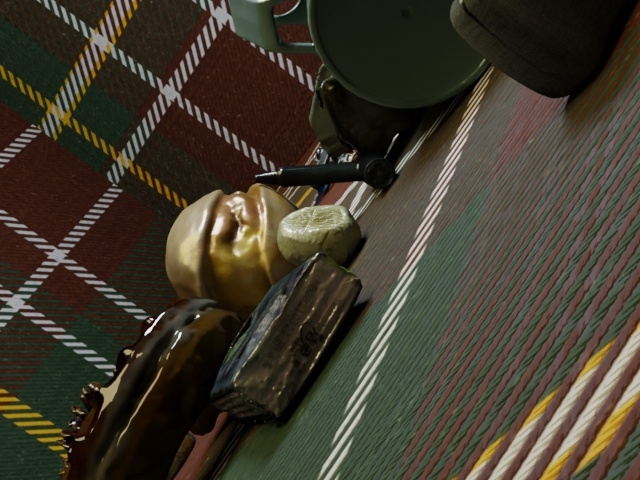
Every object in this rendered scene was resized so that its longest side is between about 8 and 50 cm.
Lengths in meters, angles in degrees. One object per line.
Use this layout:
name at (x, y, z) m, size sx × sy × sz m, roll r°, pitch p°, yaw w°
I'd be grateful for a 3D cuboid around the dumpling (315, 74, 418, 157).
dumpling at (0.096, -0.205, 1.861) m, size 0.086 × 0.166 × 0.332 m, roll -18°, pitch 10°, yaw 26°

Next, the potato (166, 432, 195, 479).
potato at (-0.240, 0.321, 1.725) m, size 0.119 × 0.054 × 0.198 m, roll -57°, pitch 6°, yaw -12°

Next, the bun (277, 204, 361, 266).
bun at (0.000, 0.000, 1.532) m, size 0.115 × 0.115 × 0.069 m, roll -66°, pitch -29°, yaw -65°

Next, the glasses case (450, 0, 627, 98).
glasses case at (0.227, -0.265, 1.064) m, size 0.323 × 0.131 × 0.074 m, roll -58°, pitch 6°, yaw -37°

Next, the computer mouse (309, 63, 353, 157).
computer mouse at (0.102, -0.290, 2.164) m, size 0.228 × 0.145 × 0.429 m, roll -50°, pitch -11°, yaw -25°

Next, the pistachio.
pistachio at (-0.118, 0.032, 1.763) m, size 0.230 × 0.230 × 0.309 m, roll -53°, pitch 10°, yaw 6°

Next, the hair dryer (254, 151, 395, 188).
hair dryer at (0.004, -0.094, 1.706) m, size 0.173 × 0.195 × 0.050 m, roll -133°, pitch 37°, yaw -83°

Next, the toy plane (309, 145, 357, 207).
toy plane at (0.011, -0.145, 2.414) m, size 0.135 × 0.062 × 0.188 m, roll 16°, pitch 70°, yaw 56°

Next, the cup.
cup at (0.087, -0.340, 1.705) m, size 0.401 × 0.310 × 0.392 m, roll -37°, pitch 15°, yaw 17°

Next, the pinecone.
pinecone at (-0.340, 0.316, 1.983) m, size 0.186 × 0.169 × 0.212 m, roll 6°, pitch 72°, yaw 67°

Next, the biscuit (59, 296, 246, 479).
biscuit at (-0.201, 0.219, 1.433) m, size 0.268 × 0.115 × 0.366 m, roll 98°, pitch -161°, yaw -55°

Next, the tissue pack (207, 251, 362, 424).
tissue pack at (-0.046, 0.113, 1.292) m, size 0.173 × 0.073 × 0.235 m, roll -58°, pitch 5°, yaw -15°
